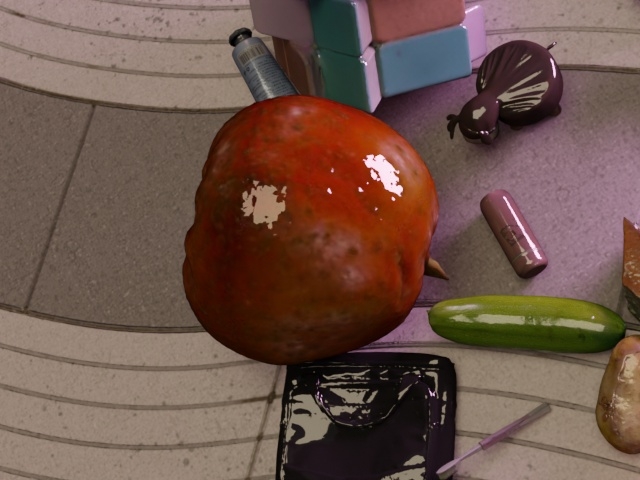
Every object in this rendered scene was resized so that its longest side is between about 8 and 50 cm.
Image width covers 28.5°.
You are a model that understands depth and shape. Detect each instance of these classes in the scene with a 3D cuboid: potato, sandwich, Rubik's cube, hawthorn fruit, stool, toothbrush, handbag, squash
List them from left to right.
[{"bbox_3d":[0.000,0.000,1.859,0.402,0.403,0.403,-6,71,18],"label":"hawthorn fruit"},{"bbox_3d":[0.064,0.284,1.893,0.275,0.088,0.244,-2,68,21],"label":"handbag"},{"bbox_3d":[0.076,-0.395,1.981,0.387,0.358,0.368,-1,31,20],"label":"Rubik's cube"},{"bbox_3d":[0.250,0.289,1.824,0.194,0.017,0.014,-32,22,-10],"label":"toothbrush"},{"bbox_3d":[0.291,-0.217,1.950,0.217,0.121,0.125,-46,65,-1],"label":"stool"},{"bbox_3d":[0.303,0.121,1.856,0.292,0.082,0.082,2,73,22],"label":"squash"},{"bbox_3d":[0.443,0.214,1.768,0.107,0.080,0.171,6,93,-11],"label":"potato"},{"bbox_3d":[0.497,0.085,1.790,0.096,0.094,0.258,-40,62,-1],"label":"sandwich"}]

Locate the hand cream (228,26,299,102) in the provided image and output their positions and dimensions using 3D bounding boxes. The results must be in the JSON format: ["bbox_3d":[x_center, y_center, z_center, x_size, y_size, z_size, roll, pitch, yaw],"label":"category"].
[{"bbox_3d":[-0.080,-0.246,2.139,0.091,0.058,0.271,-29,68,-4],"label":"hand cream"}]

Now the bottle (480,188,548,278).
[{"bbox_3d":[0.294,-0.010,1.919,0.053,0.053,0.140,-30,66,9],"label":"bottle"}]
